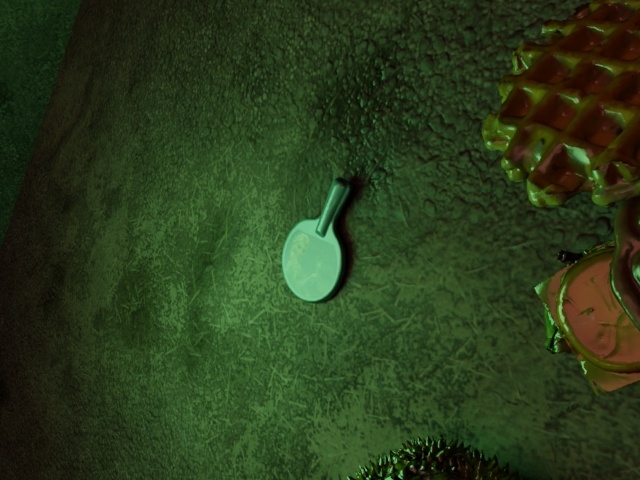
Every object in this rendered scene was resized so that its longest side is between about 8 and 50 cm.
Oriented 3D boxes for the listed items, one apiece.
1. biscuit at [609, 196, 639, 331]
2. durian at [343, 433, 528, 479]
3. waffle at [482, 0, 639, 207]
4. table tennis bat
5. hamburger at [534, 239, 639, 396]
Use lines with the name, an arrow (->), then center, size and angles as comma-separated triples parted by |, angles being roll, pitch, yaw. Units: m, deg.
biscuit -> 0.445, 0.028, 0.432 | 0.359, 0.074, 0.380 | -4, 75, 22
durian -> 0.150, 0.385, 0.634 | 0.291, 0.291, 0.224 | 51, 160, 31
waffle -> 0.325, -0.171, 0.535 | 0.325, 0.068, 0.301 | -12, 51, 31
table tennis bat -> 0.000, 0.000, 0.919 | 0.149, 0.038, 0.237 | 39, 115, 37
hamburger -> 0.338, 0.077, 0.571 | 0.190, 0.093, 0.163 | -25, 69, 37
